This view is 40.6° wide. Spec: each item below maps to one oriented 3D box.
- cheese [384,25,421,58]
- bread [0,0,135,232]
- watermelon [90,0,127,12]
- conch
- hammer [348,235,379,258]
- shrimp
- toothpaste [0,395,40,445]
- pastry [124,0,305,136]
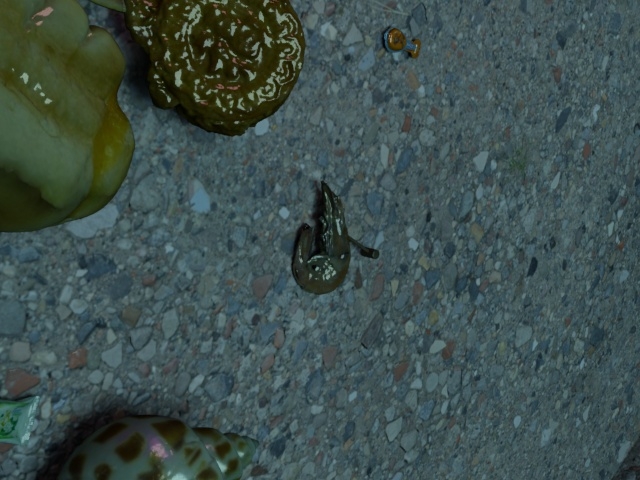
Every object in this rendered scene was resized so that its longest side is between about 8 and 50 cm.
[{"bbox_3d":[0.155,-0.374,1.637,0.111,0.017,0.047,6,101,-48],"label":"cheese"},{"bbox_3d":[-0.379,-0.163,1.012,0.341,0.210,0.300,37,54,-53],"label":"bread"},{"bbox_3d":[-0.290,-0.385,1.134,0.069,0.087,0.163,-51,143,-66],"label":"watermelon"},{"bbox_3d":[-0.261,0.385,1.283,0.368,0.249,0.197,-23,160,-6],"label":"conch"},{"bbox_3d":[0.067,0.005,1.665,0.110,0.035,0.019,33,78,-38],"label":"hammer"},{"bbox_3d":[0.000,0.000,1.583,0.126,0.047,0.223,-20,118,-30],"label":"shrimp"},{"bbox_3d":[-0.502,0.232,1.132,0.297,0.048,0.075,18,87,-51],"label":"toothpaste"},{"bbox_3d":[-0.145,-0.270,1.249,0.235,0.132,0.240,-21,102,-8],"label":"pastry"}]
